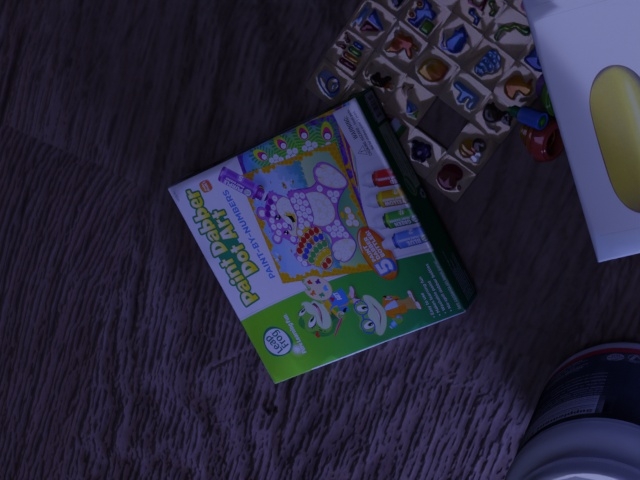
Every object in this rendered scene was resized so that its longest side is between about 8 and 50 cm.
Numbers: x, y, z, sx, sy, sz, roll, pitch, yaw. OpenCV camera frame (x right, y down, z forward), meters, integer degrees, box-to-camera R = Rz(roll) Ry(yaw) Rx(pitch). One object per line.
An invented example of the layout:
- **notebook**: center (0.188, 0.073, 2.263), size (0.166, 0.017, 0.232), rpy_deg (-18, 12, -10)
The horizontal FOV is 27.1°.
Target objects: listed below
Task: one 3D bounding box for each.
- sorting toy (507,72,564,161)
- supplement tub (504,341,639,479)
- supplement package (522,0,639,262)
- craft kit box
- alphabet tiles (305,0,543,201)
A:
- **sorting toy**: center (0.211, -0.125, 1.279), size (0.042, 0.061, 0.102), rpy_deg (28, 122, 39)
- **supplement tub**: center (0.278, 0.228, 1.258), size (0.191, 0.272, 0.191), rpy_deg (7, 111, 18)
- **supplement package**: center (0.310, -0.151, 1.148), size (0.199, 0.198, 0.262), rpy_deg (-13, 104, 22)
- **craft kit box**: center (0.000, 0.000, 1.397), size (0.247, 0.061, 0.249), rpy_deg (-23, 100, 30)
- **alphabet tiles**: center (0.123, -0.185, 1.314), size (0.198, 0.009, 0.237), rpy_deg (38, 117, 4)
